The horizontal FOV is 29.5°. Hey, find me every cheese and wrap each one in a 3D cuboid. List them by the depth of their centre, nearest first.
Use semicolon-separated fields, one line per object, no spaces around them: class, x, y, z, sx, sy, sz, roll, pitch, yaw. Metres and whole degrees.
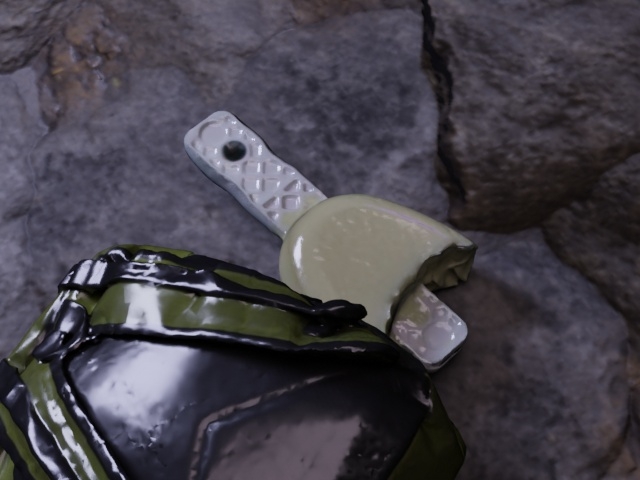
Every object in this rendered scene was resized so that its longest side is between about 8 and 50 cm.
cheese;0.000;0.000;0.757;0.127;0.049;0.235;-41;66;-21

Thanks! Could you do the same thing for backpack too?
backpack;-0.066;0.106;0.638;0.253;0.140;0.207;27;69;30
